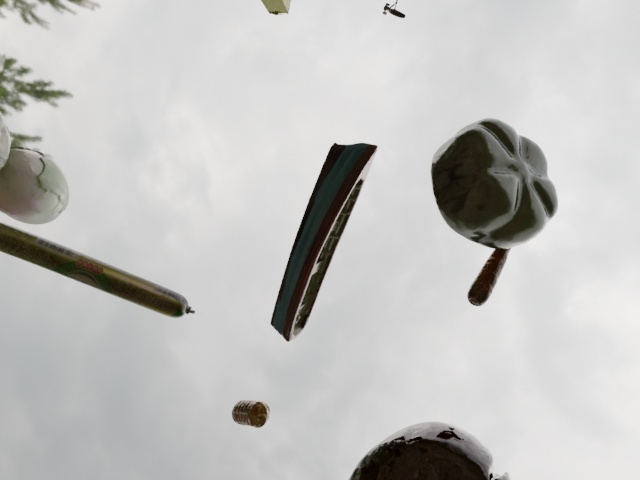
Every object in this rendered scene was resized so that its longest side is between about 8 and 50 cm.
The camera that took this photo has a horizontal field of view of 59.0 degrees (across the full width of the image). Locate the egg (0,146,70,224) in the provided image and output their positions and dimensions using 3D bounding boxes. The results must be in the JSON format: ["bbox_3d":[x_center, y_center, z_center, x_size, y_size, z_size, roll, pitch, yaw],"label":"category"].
[{"bbox_3d":[-0.752,-0.144,1.439,0.183,0.217,0.182,-8,-117,16],"label":"egg"}]

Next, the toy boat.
[{"bbox_3d":[0.000,0.000,1.027,0.080,0.136,0.391,24,-73,13],"label":"toy boat"}]

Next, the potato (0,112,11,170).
[{"bbox_3d":[-0.719,-0.217,1.134,0.235,0.178,0.160,-31,-122,50],"label":"potato"}]

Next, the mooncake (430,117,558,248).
[{"bbox_3d":[0.351,-0.115,1.121,0.135,0.275,0.274,-34,-116,52],"label":"mooncake"}]

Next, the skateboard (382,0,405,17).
[{"bbox_3d":[0.199,-0.595,1.453,0.083,0.064,0.032,-129,-122,-78],"label":"skateboard"}]

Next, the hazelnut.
[{"bbox_3d":[0.130,0.341,0.693,0.218,0.218,0.233,1,-118,37],"label":"hazelnut"}]

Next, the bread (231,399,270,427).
[{"bbox_3d":[-0.147,0.360,1.180,0.157,0.044,0.052,-27,-140,62],"label":"bread"}]

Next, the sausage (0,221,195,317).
[{"bbox_3d":[-0.269,0.032,0.641,0.032,0.269,0.032,-61,-167,24],"label":"sausage"}]

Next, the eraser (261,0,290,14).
[{"bbox_3d":[-0.078,-0.481,1.004,0.045,0.097,0.122,6,-98,13],"label":"eraser"}]

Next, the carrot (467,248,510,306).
[{"bbox_3d":[0.363,0.058,1.183,0.047,0.047,0.191,19,-120,37],"label":"carrot"}]
